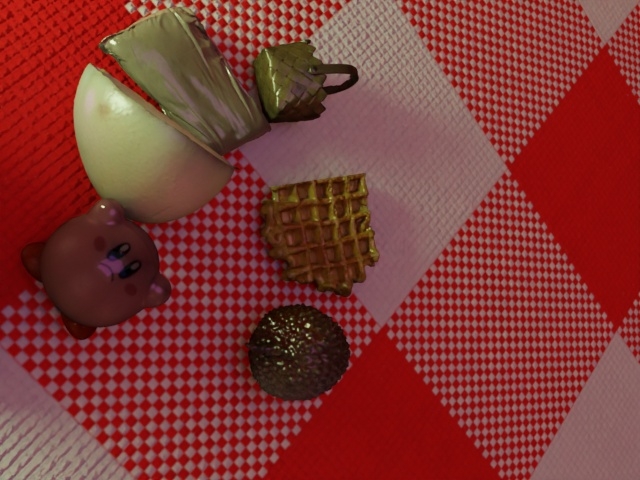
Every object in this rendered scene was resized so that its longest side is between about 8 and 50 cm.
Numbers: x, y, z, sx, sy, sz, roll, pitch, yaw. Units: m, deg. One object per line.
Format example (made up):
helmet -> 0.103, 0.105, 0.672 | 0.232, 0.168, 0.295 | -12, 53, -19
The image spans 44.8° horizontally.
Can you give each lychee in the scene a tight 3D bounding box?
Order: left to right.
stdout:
lychee -> -0.041, 0.184, 1.273 | 0.197, 0.165, 0.165 | 16, 75, -54

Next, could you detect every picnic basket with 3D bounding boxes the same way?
picnic basket -> -0.021, -0.281, 1.364 | 0.179, 0.128, 0.137 | -10, 87, -18

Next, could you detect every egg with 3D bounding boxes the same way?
egg -> -0.270, -0.117, 1.154 | 0.271, 0.206, 0.161 | 35, 93, -21

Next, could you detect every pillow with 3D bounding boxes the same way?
pillow -> -0.214, -0.250, 1.273 | 0.173, 0.067, 0.270 | -41, 107, -25

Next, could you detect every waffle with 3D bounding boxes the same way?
waffle -> 0.000, 0.000, 1.388 | 0.229, 0.057, 0.219 | -12, 91, -33

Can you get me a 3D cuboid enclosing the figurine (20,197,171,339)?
figurine -> -0.313, 0.041, 1.113 | 0.173, 0.173, 0.173 | 4, 82, -33
